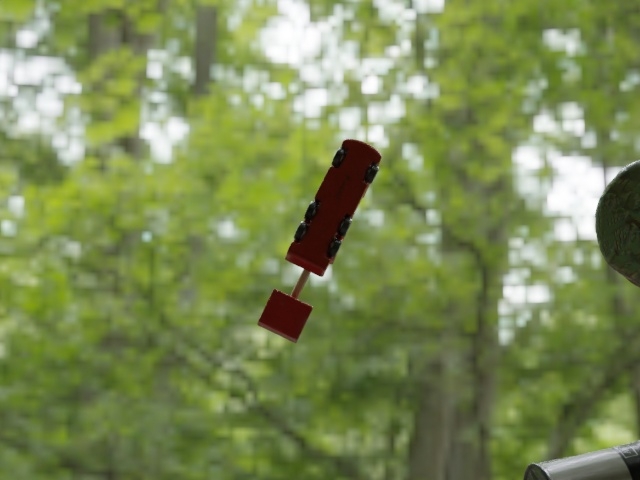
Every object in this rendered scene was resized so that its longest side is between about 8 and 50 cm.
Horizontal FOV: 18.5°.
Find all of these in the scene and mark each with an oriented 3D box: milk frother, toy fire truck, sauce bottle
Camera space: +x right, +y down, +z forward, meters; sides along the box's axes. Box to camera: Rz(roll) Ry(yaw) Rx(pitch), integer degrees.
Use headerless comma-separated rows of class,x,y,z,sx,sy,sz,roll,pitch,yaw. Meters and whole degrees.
milk frother,0.264,0.262,1.820,0.135,0.143,0.129,-11,-5,-15
toy fire truck,0.000,0.000,1.998,0.047,0.192,0.135,26,-17,2
sauce bottle,0.341,0.014,1.663,0.111,0.111,0.344,-9,-14,28
